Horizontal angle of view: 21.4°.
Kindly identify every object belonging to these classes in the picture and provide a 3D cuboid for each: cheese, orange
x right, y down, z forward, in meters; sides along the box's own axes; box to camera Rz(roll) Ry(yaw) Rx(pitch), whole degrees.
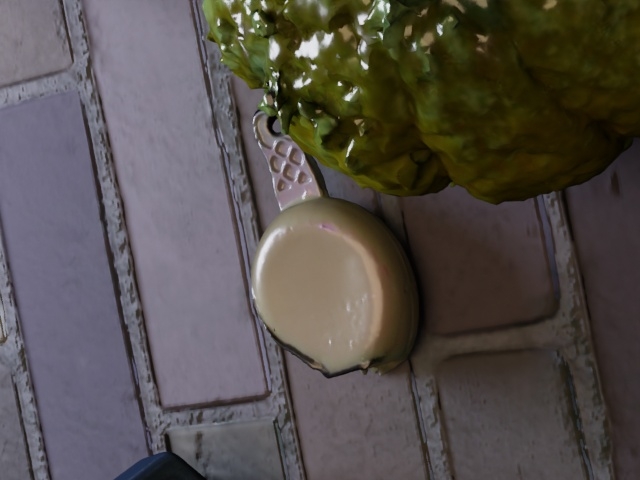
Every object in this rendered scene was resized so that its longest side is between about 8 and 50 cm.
[{"bbox_3d":[-0.005,0.004,1.002,0.092,0.047,0.171,-41,77,24],"label":"cheese"},{"bbox_3d":[0.074,-0.168,0.841,0.300,0.223,0.301,2,97,24],"label":"orange"}]

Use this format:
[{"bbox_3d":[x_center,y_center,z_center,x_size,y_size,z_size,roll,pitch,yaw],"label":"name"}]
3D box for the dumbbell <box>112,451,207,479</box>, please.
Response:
[{"bbox_3d":[-0.027,0.275,0.993,0.325,0.160,0.144,40,82,18],"label":"dumbbell"}]
